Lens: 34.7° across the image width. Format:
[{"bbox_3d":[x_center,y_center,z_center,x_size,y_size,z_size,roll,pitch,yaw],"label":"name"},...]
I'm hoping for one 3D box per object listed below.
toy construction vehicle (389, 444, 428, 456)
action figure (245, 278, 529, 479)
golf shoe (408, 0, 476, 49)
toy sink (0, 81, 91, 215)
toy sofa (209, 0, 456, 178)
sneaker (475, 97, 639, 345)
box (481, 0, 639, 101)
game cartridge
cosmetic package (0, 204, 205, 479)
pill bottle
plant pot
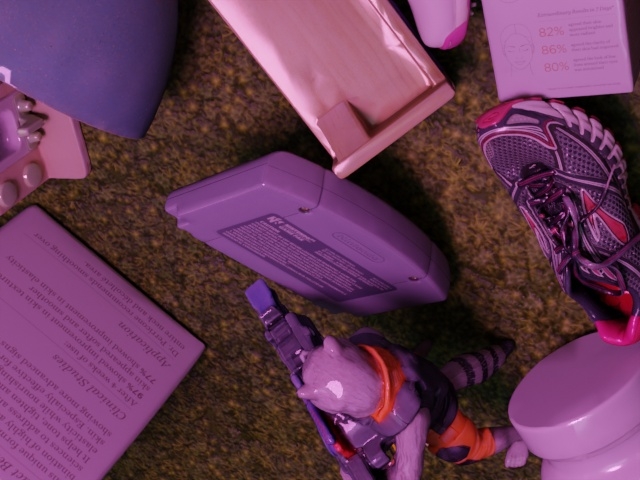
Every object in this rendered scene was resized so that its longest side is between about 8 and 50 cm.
[{"bbox_3d":[0.115,0.242,1.356,0.086,0.035,0.098,-17,109,45],"label":"toy construction vehicle"},{"bbox_3d":[0.073,0.139,1.144,0.178,0.330,0.341,-46,62,18],"label":"action figure"},{"bbox_3d":[0.054,-0.317,0.954,0.140,0.115,0.306,-20,108,-6],"label":"golf shoe"},{"bbox_3d":[-0.442,-0.125,1.327,0.234,0.131,0.152,4,122,23],"label":"toy sink"},{"bbox_3d":[-0.024,-0.254,1.055,0.150,0.177,0.362,-37,101,12],"label":"toy sofa"},{"bbox_3d":[0.260,-0.021,1.023,0.299,0.112,0.121,45,144,-21],"label":"sneaker"},{"bbox_3d":[0.227,-0.229,0.963,0.130,0.091,0.170,0,120,27],"label":"box"},{"bbox_3d":[0.000,0.000,1.144,0.198,0.062,0.297,-19,141,40],"label":"game cartridge"},{"bbox_3d":[-0.434,0.232,1.382,0.329,0.393,0.327,41,128,-2],"label":"cosmetic package"},{"bbox_3d":[0.377,0.288,1.143,0.210,0.210,0.363,-27,105,36],"label":"pill bottle"},{"bbox_3d":[-0.265,-0.267,1.091,0.290,0.290,0.195,33,99,3],"label":"plant pot"}]
